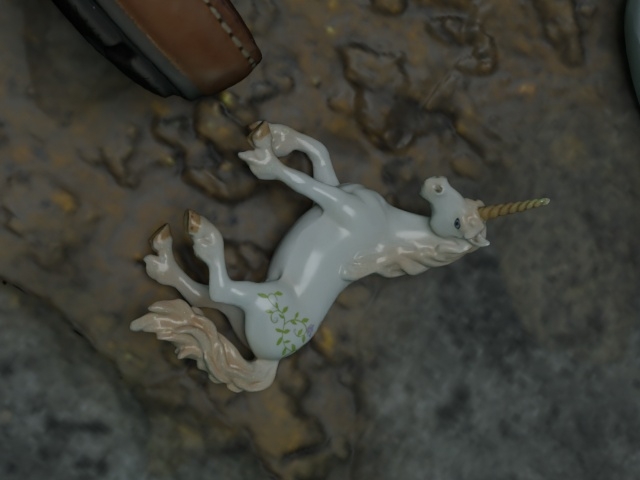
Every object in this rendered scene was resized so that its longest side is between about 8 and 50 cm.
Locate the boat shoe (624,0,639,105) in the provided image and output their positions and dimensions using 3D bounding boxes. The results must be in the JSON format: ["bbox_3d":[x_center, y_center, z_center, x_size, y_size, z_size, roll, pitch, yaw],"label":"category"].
[{"bbox_3d":[0.258,-0.017,0.745,0.109,0.094,0.302,-40,99,-13],"label":"boat shoe"}]

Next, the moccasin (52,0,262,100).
[{"bbox_3d":[-0.103,-0.240,0.640,0.147,0.139,0.380,-22,85,-6],"label":"moccasin"}]

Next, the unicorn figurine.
[{"bbox_3d":[0.000,0.000,0.699,0.111,0.060,0.162,42,95,-11],"label":"unicorn figurine"}]
